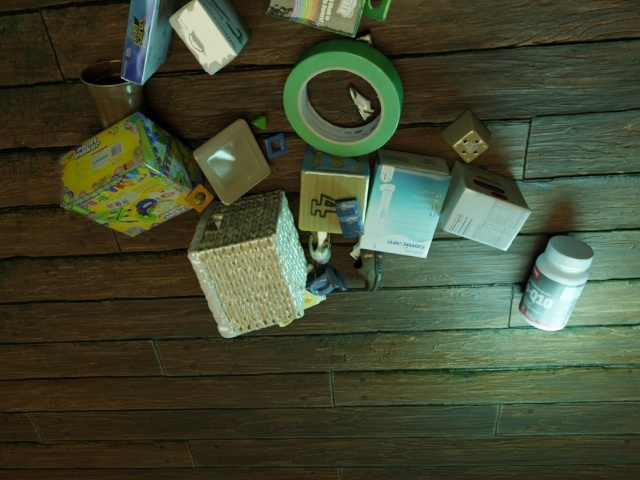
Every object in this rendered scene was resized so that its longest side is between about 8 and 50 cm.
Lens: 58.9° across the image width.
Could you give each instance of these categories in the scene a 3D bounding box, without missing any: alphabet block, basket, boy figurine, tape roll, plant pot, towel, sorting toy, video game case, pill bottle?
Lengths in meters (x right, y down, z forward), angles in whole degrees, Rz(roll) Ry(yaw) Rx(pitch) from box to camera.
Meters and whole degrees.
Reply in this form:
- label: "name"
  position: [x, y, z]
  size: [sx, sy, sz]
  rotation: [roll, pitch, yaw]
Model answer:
- label: "alphabet block"
  position: [0.040, -0.153, 1.672]
  size: [0.193, 0.192, 0.197]
  rotation: [5, 124, 2]
- label: "basket"
  position: [-0.205, 0.064, 1.747]
  size: [0.266, 0.328, 0.331]
  rotation: [-11, 120, 8]
- label: "boy figurine"
  position: [-0.058, 0.195, 1.940]
  size: [0.285, 0.092, 0.177]
  rotation: [-33, 151, 16]
- label: "tape roll"
  position: [0.061, -0.379, 1.539]
  size: [0.321, 0.077, 0.321]
  rotation: [9, 136, 9]
- label: "plant pot"
  position: [0.419, -0.286, 1.614]
  size: [0.109, 0.096, 0.109]
  rotation: [41, 117, -20]
- label: "plant pot"
  position: [-0.560, -0.393, 1.579]
  size: [0.166, 0.167, 0.165]
  rotation: [2, 132, 3]
- label: "towel"
  position: [0.083, -0.062, 1.598]
  size: [0.067, 0.029, 0.119]
  rotation: [-10, 122, 11]
- label: "sorting toy"
  position: [-0.257, -0.227, 1.640]
  size: [0.347, 0.047, 0.196]
  rotation: [-40, 129, -15]
- label: "video game case"
  position: [-0.410, -0.555, 1.402]
  size: [0.061, 0.244, 0.270]
  rotation: [18, 122, -7]
- label: "pill bottle"
  position: [0.760, 0.136, 1.831]
  size: [0.161, 0.161, 0.283]
  rotation: [7, 123, -1]

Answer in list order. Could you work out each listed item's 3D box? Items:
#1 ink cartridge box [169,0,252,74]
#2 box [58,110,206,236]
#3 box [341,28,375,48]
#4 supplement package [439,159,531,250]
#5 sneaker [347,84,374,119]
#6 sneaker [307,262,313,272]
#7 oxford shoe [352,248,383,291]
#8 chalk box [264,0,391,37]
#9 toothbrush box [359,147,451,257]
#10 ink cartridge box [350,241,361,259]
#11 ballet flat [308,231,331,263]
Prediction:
- label: "ink cartridge box"
  position: [-0.268, -0.534, 1.421]
  size: [0.092, 0.219, 0.160]
  rotation: [-28, 118, 20]
- label: "box"
  position: [-0.533, -0.175, 1.628]
  size: [0.289, 0.177, 0.279]
  rotation: [-23, 154, 17]
- label: "box"
  position: [0.099, -0.517, 1.502]
  size: [0.083, 0.062, 0.052]
  rotation: [-15, 122, 15]
- label: "supplement package"
  position: [0.471, -0.107, 1.670]
  size: [0.203, 0.194, 0.149]
  rotation: [17, 122, -8]
- label: "sneaker"
  position: [0.113, -0.395, 1.602]
  size: [0.043, 0.040, 0.109]
  rotation: [-32, 121, 6]
- label: "sneaker"
  position: [-0.070, 0.118, 1.927]
  size: [0.098, 0.069, 0.038]
  rotation: [-25, 118, 18]
- label: "oxford shoe"
  position: [0.154, 0.091, 1.873]
  size: [0.096, 0.083, 0.227]
  rotation: [-1, 138, 2]
- label: "chalk box"
  position: [0.030, -0.617, 1.375]
  size: [0.288, 0.179, 0.180]
  rotation: [13, 122, -6]
- label: "toothbrush box"
  position: [0.247, -0.111, 1.722]
  size: [0.216, 0.126, 0.296]
  rotation: [8, 123, -2]
- label: "ink cartridge box"
  position: [0.142, 0.027, 1.878]
  size: [0.048, 0.028, 0.083]
  rotation: [40, 117, -21]
- label: "ballet flat"
  position: [0.000, 0.000, 1.839]
  size: [0.076, 0.079, 0.222]
  rotation: [4, 124, 0]
